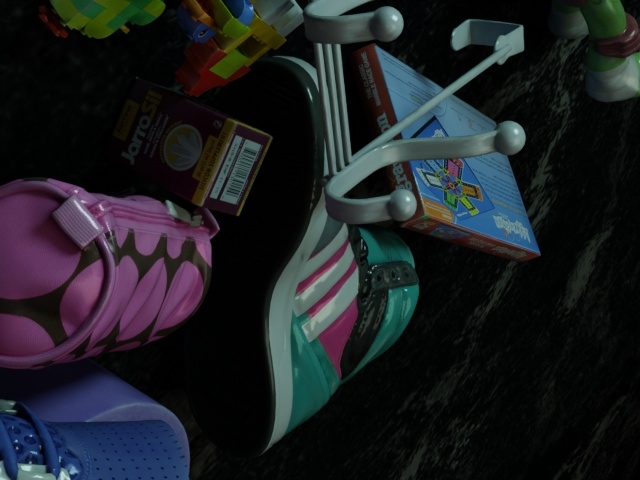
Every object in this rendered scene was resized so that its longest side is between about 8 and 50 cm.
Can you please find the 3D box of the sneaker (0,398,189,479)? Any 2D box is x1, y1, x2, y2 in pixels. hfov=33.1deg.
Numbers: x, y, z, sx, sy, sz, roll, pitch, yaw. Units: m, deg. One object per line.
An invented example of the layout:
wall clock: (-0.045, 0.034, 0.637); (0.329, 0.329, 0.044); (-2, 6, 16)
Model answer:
sneaker: (-0.202, 0.095, 0.461); (0.315, 0.127, 0.182); (-4, 112, -29)

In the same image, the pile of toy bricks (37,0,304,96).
pile of toy bricks: (-0.096, -0.139, 0.558); (0.105, 0.118, 0.212); (-38, 170, 9)

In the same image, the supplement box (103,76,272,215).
supplement box: (-0.079, -0.057, 0.645); (0.043, 0.083, 0.055); (14, 101, -60)

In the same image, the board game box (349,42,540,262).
board game box: (0.115, -0.064, 0.928); (0.281, 0.027, 0.145); (14, 56, -61)

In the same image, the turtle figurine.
turtle figurine: (0.287, -0.268, 0.968); (0.275, 0.197, 0.266); (-52, 155, -14)

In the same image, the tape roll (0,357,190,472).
tape roll: (-0.174, 0.168, 0.675); (0.189, 0.080, 0.189); (-40, 144, -38)

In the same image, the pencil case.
pencil case: (-0.118, 0.013, 0.570); (0.098, 0.095, 0.209); (-30, 177, 7)

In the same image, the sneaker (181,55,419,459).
sneaker: (0.000, 0.000, 0.782); (0.178, 0.123, 0.296); (-27, 134, -49)

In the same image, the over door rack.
over door rack: (0.086, -0.185, 0.680); (0.324, 0.108, 0.240); (-51, 141, -52)
